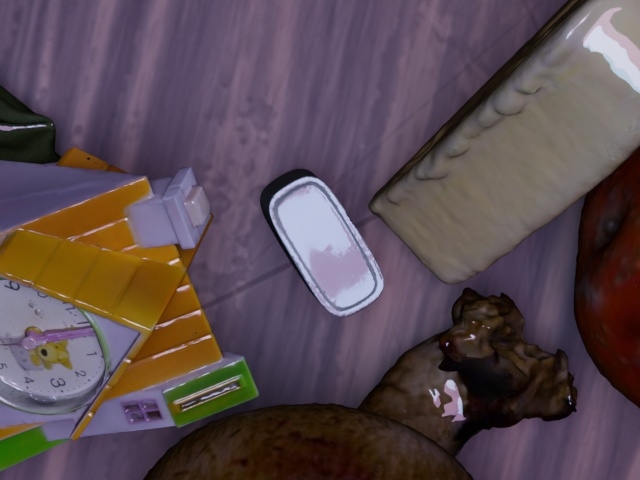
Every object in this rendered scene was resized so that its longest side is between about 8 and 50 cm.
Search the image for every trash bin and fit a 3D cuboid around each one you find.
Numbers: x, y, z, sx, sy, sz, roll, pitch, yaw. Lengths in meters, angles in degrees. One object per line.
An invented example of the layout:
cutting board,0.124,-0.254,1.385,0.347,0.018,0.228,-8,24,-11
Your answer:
trash bin,0.000,0.000,1.553,0.059,0.130,0.116,-33,95,-1

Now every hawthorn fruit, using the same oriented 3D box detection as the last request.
hawthorn fruit,0.324,0.031,1.495,0.275,0.299,0.275,2,103,9

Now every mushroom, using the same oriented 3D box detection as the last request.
mushroom,0.011,0.212,1.514,0.334,0.331,0.356,-14,66,26

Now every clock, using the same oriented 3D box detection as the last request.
clock,-0.210,0.048,1.444,0.310,0.166,0.235,-9,120,21

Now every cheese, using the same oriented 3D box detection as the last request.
cheese,0.208,-0.126,1.448,0.384,0.384,0.104,-45,91,1

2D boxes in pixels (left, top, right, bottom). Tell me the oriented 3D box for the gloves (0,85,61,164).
gloves,-0.277,-0.068,1.545,0.135,0.107,0.268,-39,113,-3
